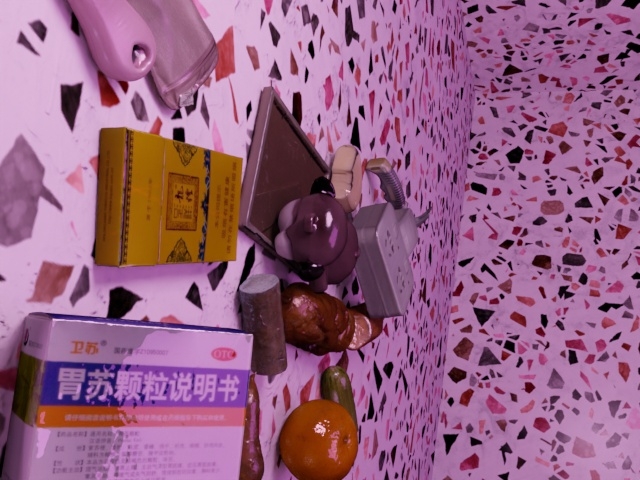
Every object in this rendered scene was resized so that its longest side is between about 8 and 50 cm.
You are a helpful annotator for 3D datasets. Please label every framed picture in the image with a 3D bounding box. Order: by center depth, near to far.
[{"bbox_3d":[-0.054,-0.084,1.203,0.335,0.022,0.247,45,52,-64],"label":"framed picture"}]

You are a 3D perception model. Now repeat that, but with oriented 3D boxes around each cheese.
[{"bbox_3d":[0.066,-0.096,1.490,0.255,0.050,0.127,74,27,-57],"label":"cheese"}]

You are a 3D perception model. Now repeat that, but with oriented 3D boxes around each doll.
[{"bbox_3d":[0.002,0.000,1.170,0.257,0.117,0.181,40,54,-67],"label":"doll"}]

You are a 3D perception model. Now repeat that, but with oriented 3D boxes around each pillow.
[{"bbox_3d":[-0.187,-0.269,0.786,0.130,0.038,0.232,-61,148,-28],"label":"pillow"}]

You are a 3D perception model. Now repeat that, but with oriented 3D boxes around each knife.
[{"bbox_3d":[-0.260,-0.278,0.614,0.081,0.043,0.336,-61,145,-23],"label":"knife"}]

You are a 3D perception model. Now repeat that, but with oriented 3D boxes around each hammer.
[{"bbox_3d":[0.191,-0.116,1.730,0.226,0.159,0.041,63,32,-32],"label":"hammer"}]

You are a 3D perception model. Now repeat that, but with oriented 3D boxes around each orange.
[{"bbox_3d":[-0.006,0.375,1.236,0.159,0.136,0.158,22,62,-51],"label":"orange"}]

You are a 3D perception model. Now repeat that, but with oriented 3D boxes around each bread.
[{"bbox_3d":[-0.010,0.148,1.269,0.344,0.084,0.124,44,52,-64],"label":"bread"}]

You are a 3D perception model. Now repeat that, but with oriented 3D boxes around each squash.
[{"bbox_3d":[0.045,0.378,1.472,0.069,0.069,0.238,-55,142,-56],"label":"squash"}]

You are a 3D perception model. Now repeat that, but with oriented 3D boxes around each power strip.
[{"bbox_3d":[0.132,0.024,1.546,0.261,0.141,0.229,-60,137,-55],"label":"power strip"}]

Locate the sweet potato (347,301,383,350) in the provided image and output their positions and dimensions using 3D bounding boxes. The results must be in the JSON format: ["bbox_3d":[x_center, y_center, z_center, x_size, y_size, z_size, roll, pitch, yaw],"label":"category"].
[{"bbox_3d":[0.106,0.191,1.574,0.252,0.097,0.097,-25,116,-66],"label":"sweet potato"}]

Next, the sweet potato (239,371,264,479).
[{"bbox_3d":[-0.117,0.344,1.038,0.067,0.067,0.273,23,69,-69],"label":"sweet potato"}]

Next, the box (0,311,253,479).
[{"bbox_3d":[-0.188,0.226,0.632,0.200,0.106,0.299,10,80,-34],"label":"box"}]

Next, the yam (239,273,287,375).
[{"bbox_3d":[-0.091,0.136,1.075,0.068,0.068,0.169,-52,144,-57],"label":"yam"}]

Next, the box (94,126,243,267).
[{"bbox_3d":[-0.180,-0.047,0.845,0.279,0.041,0.152,1,93,-70],"label":"box"}]
